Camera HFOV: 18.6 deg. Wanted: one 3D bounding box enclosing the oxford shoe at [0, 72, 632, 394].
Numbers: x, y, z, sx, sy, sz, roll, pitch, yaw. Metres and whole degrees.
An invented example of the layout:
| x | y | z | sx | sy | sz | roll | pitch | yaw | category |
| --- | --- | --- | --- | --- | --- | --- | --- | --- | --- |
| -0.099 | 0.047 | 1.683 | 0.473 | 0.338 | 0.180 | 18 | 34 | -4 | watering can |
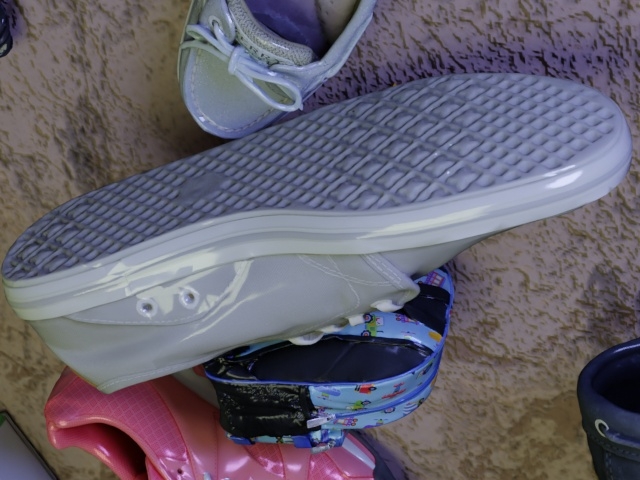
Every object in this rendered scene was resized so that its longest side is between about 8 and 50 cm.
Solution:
| x | y | z | sx | sy | sz | roll | pitch | yaw | category |
| --- | --- | --- | --- | --- | --- | --- | --- | --- | --- |
| 0.000 | 0.000 | 1.303 | 0.449 | 0.169 | 0.130 | -16 | 118 | 22 | oxford shoe |

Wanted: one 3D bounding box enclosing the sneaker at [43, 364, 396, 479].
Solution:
| x | y | z | sx | sy | sz | roll | pitch | yaw | category |
| --- | --- | --- | --- | --- | --- | --- | --- | --- | --- |
| -0.085 | 0.188 | 1.576 | 0.314 | 0.136 | 0.116 | 28 | 133 | 5 | sneaker |

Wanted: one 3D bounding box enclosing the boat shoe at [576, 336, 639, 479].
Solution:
| x | y | z | sx | sy | sz | roll | pitch | yaw | category |
| --- | --- | --- | --- | --- | --- | --- | --- | --- | --- |
| 0.385 | 0.090 | 1.229 | 0.500 | 0.187 | 0.156 | -16 | 112 | 32 | boat shoe |

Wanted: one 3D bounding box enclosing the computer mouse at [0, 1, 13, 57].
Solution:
| x | y | z | sx | sy | sz | roll | pitch | yaw | category |
| --- | --- | --- | --- | --- | --- | --- | --- | --- | --- |
| -0.304 | -0.262 | 1.401 | 0.188 | 0.072 | 0.272 | 19 | 143 | 10 | computer mouse |

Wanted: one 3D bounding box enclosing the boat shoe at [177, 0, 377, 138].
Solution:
| x | y | z | sx | sy | sz | roll | pitch | yaw | category |
| --- | --- | --- | --- | --- | --- | --- | --- | --- | --- |
| -0.014 | -0.172 | 1.292 | 0.118 | 0.103 | 0.320 | 40 | 132 | -5 | boat shoe |

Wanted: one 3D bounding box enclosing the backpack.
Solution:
| x | y | z | sx | sy | sz | roll | pitch | yaw | category |
| --- | --- | --- | --- | --- | --- | --- | --- | --- | --- |
| 0.014 | 0.076 | 1.438 | 0.173 | 0.158 | 0.117 | -1 | 133 | 13 | backpack |

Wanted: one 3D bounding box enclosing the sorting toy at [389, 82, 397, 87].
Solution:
| x | y | z | sx | sy | sz | roll | pitch | yaw | category |
| --- | --- | --- | --- | --- | --- | --- | --- | --- | --- |
| 0.065 | -0.065 | 1.378 | 0.075 | 0.045 | 0.083 | 30 | 122 | -14 | sorting toy |

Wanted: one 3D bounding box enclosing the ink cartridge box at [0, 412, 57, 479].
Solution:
| x | y | z | sx | sy | sz | roll | pitch | yaw | category |
| --- | --- | --- | --- | --- | --- | --- | --- | --- | --- |
| -0.397 | 0.290 | 1.761 | 0.289 | 0.211 | 0.121 | -19 | 115 | 37 | ink cartridge box |
